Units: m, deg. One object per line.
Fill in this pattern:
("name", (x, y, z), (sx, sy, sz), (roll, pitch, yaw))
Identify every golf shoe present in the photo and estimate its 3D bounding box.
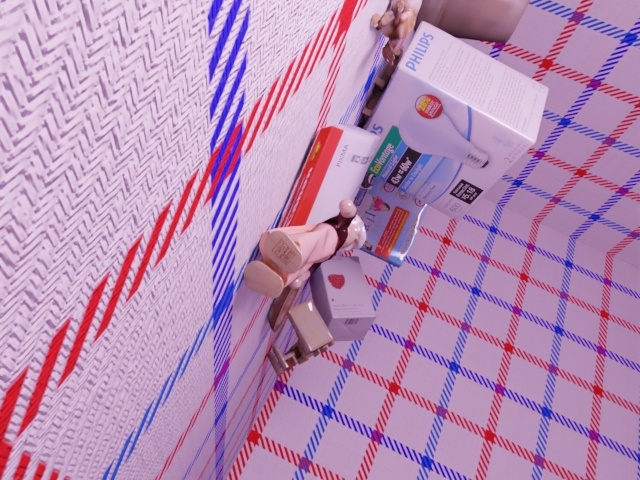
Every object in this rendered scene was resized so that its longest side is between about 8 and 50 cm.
("golf shoe", (0.187, -0.279, 1.750), (0.077, 0.094, 0.198), (-41, 155, -73))

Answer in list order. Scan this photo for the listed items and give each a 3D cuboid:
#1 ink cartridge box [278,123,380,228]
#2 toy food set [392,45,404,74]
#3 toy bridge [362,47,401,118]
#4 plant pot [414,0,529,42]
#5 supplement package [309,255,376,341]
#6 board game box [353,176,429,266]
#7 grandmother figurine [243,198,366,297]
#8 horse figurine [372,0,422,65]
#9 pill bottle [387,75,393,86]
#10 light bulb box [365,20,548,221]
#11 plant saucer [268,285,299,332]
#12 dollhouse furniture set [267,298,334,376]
("ink cartridge box", (0.015, -0.089, 1.034), (0.385, 0.091, 0.308), (-50, 165, -72))
("toy food set", (0.215, -0.512, 1.382), (0.122, 0.019, 0.078), (-70, -178, -60))
("toy bridge", (0.158, -0.406, 1.271), (0.188, 0.026, 0.063), (-64, 176, 6))
("plant pot", (0.482, -0.748, 1.474), (0.323, 0.280, 0.323), (24, 90, -85))
("supplement package", (0.078, 0.224, 1.898), (0.175, 0.177, 0.293), (109, -25, -46))
("board game box", (0.226, -0.098, 1.828), (0.308, 0.302, 0.086), (-63, 174, -7))
("grandmother figurine", (0.000, 0.000, 0.924), (0.208, 0.104, 0.342), (-44, 171, 25))
("horse figurine", (0.164, -0.459, 0.912), (0.263, 0.066, 0.174), (-68, 168, 12))
("pill bottle", (0.267, -0.454, 1.553), (0.124, 0.124, 0.221), (-62, 173, -21))
("light bulb box", (0.322, -0.299, 1.282), (0.225, 0.361, 0.358), (-62, 180, -34))
("plant saucer", (-0.098, 0.158, 1.344), (0.199, 0.036, 0.198), (-63, 173, -13))
("dollhouse furniture set", (-0.072, 0.339, 1.724), (0.212, 0.161, 0.242), (-21, 161, -32))
